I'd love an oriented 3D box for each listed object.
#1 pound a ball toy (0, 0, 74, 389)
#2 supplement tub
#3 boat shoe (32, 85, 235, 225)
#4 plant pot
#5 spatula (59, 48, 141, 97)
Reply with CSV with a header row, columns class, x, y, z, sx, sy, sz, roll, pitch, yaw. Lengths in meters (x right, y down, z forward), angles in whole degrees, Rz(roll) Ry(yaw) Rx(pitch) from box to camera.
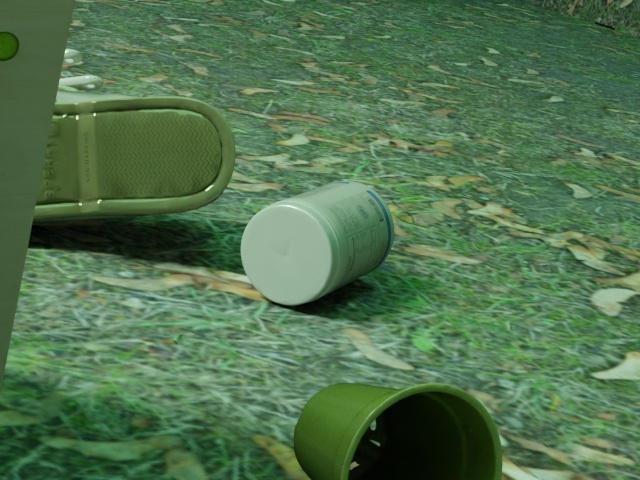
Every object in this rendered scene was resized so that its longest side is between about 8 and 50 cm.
class,x,y,z,sx,sy,sz,roll,pitch,yaw
pound a ball toy,-0.217,-0.051,0.619,0.136,0.319,0.208,2,34,-26
supplement tub,0.000,0.000,0.937,0.071,0.071,0.107,18,18,23
boat shoe,-0.213,-0.057,0.957,0.302,0.113,0.103,6,-4,-7
plant pot,0.027,0.098,0.633,0.083,0.083,0.079,2,6,-28
spatula,-0.261,-0.108,1.028,0.242,0.019,0.168,-6,-12,15
